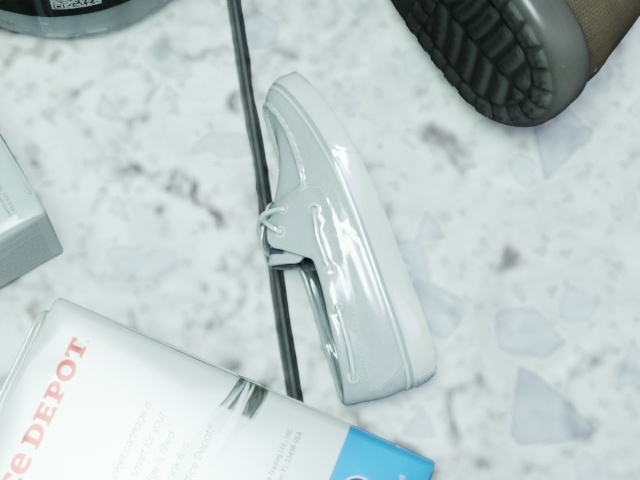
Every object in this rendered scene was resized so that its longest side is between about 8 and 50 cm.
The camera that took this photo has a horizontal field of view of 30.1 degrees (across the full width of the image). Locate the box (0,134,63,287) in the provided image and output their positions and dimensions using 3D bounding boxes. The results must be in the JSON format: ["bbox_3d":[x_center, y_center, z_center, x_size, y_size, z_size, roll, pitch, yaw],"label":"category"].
[{"bbox_3d":[-0.202,-0.019,0.608,0.102,0.087,0.101,-31,81,-14],"label":"box"}]

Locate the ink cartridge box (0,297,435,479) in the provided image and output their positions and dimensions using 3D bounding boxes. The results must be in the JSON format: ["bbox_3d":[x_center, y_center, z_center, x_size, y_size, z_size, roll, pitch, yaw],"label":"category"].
[{"bbox_3d":[-0.068,0.139,0.581,0.203,0.086,0.148,24,74,1],"label":"ink cartridge box"}]

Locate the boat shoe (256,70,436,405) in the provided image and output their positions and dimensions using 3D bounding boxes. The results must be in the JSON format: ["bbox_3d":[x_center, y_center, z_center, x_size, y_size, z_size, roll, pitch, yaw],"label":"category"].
[{"bbox_3d":[0.000,0.000,0.643,0.063,0.066,0.184,-21,88,-12],"label":"boat shoe"}]

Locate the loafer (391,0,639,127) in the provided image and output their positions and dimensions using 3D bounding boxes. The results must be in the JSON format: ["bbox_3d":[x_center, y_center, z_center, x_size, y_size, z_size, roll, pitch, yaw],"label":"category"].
[{"bbox_3d":[0.060,-0.237,0.686,0.130,0.134,0.366,-30,85,-23],"label":"loafer"}]

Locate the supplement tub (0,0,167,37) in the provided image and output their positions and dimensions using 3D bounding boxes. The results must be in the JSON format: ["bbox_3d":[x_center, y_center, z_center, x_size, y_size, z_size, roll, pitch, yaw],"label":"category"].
[{"bbox_3d":[-0.136,-0.233,0.549,0.193,0.316,0.194,1,80,-6],"label":"supplement tub"}]
